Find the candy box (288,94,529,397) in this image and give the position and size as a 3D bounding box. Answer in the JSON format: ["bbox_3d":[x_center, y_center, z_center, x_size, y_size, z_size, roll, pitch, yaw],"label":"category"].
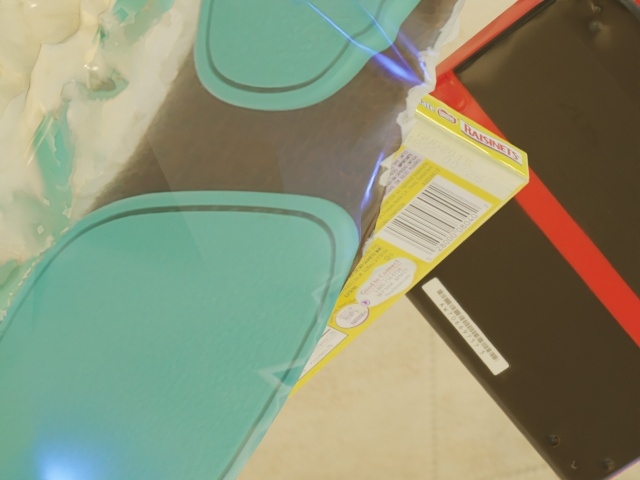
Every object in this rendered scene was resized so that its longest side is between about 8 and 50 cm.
[{"bbox_3d":[0.000,0.000,0.883,0.105,0.027,0.206,30,128,-21],"label":"candy box"}]

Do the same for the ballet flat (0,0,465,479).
[{"bbox_3d":[-0.042,-0.053,0.490,0.147,0.147,0.409,18,114,-29],"label":"ballet flat"}]

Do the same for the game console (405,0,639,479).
[{"bbox_3d":[0.231,-0.008,1.477,0.342,0.060,0.386,-38,95,30],"label":"game console"}]
